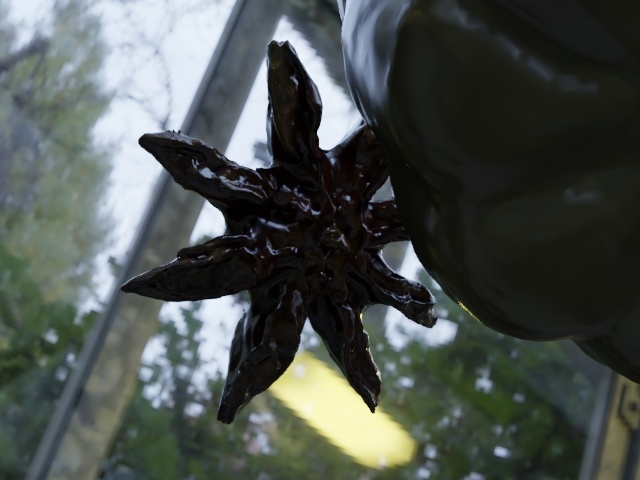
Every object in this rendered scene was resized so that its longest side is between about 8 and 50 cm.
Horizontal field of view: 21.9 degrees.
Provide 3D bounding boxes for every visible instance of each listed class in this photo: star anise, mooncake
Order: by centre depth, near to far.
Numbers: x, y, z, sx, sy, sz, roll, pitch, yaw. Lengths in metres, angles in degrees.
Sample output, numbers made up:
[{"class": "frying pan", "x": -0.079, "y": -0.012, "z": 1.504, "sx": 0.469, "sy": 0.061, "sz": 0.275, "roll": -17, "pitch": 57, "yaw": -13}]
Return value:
[{"class": "mooncake", "x": 0.200, "y": -0.102, "z": 0.944, "sx": 0.378, "sy": 0.378, "sz": 0.201, "roll": 25, "pitch": 9, "yaw": -8}, {"class": "star anise", "x": 0.001, "y": 0.000, "z": 1.125, "sx": 0.288, "sy": 0.288, "sz": 0.088, "roll": 41, "pitch": -8, "yaw": -28}]

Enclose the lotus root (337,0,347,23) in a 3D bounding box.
[{"class": "lotus root", "x": 0.094, "y": -0.243, "z": 1.330, "sx": 0.175, "sy": 0.349, "sz": 0.175, "roll": -6, "pitch": -13, "yaw": -1}]
